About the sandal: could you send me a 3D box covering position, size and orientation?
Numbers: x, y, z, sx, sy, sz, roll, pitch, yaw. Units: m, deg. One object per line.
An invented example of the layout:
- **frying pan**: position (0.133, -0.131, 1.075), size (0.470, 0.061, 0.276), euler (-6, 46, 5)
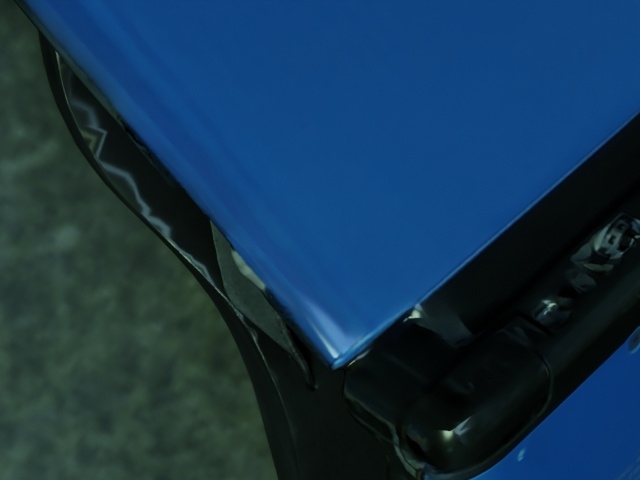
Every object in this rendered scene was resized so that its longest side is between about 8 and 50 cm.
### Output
- **sandal**: position (0.001, 0.000, 0.607), size (0.097, 0.054, 0.254), euler (-33, 113, -15)

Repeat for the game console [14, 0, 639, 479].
- **game console**: position (0.069, -0.039, 0.610), size (0.293, 0.173, 0.250), euler (-38, 146, -29)
